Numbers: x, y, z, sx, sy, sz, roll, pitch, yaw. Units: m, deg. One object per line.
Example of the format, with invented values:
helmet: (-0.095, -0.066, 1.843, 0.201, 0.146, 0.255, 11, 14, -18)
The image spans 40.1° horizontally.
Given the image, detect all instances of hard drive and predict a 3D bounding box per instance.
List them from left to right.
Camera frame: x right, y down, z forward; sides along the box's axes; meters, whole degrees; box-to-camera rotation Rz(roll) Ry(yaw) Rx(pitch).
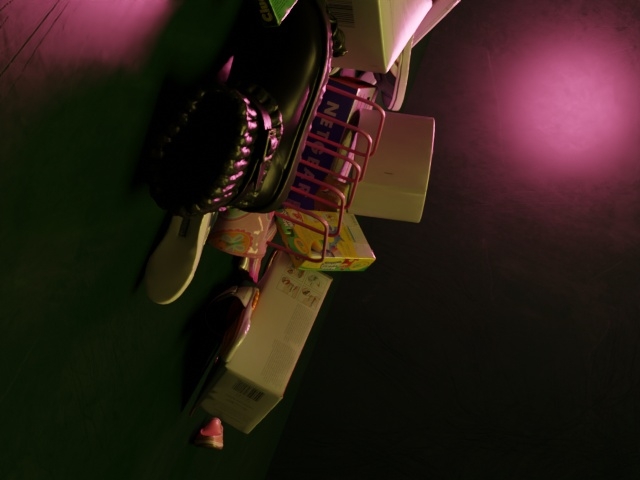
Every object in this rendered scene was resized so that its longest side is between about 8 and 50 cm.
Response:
hard drive: (0.254, -0.563, 2.287, 0.353, 0.047, 0.233, -39, -166, 41)

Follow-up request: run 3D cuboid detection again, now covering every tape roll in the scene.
tape roll: (0.159, -0.171, 2.009, 0.246, 0.169, 0.246, 8, 90, -87)

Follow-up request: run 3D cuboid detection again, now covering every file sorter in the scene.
file sorter: (-0.016, -0.132, 1.673, 0.202, 0.182, 0.290, 97, 16, -63)

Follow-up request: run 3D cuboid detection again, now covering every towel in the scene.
towel: (-0.126, 0.011, 1.831, 0.197, 0.029, 0.144, 94, 18, -78)

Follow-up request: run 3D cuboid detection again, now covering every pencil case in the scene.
pencil case: (-0.106, -0.112, 1.376, 0.124, 0.124, 0.284, -45, 157, -71)

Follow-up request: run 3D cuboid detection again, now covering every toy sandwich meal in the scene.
toy sandwich meal: (-0.108, 0.057, 2.128, 0.085, 0.029, 0.085, 22, 90, -82)

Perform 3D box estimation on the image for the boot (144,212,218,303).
boot: (-0.190, 0.005, 1.261, 0.086, 0.069, 0.189, 58, 52, -77)

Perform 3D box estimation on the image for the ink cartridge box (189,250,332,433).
ink cartridge box: (-0.127, 0.222, 1.818, 0.272, 0.130, 0.309, -52, -170, 51)

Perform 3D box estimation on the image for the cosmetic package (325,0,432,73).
cosmetic package: (0.079, -0.430, 1.419, 0.224, 0.138, 0.224, 79, 31, -43)

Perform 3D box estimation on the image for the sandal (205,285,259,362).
sandal: (-0.175, 0.138, 1.662, 0.102, 0.076, 0.265, -54, -170, 12)

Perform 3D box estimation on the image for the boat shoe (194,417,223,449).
boat shoe: (-0.262, 0.459, 2.094, 0.190, 0.068, 0.072, 122, -21, -78)

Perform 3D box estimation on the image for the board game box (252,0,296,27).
board game box: (-0.036, -0.403, 1.134, 0.259, 0.030, 0.136, -61, 142, -39)

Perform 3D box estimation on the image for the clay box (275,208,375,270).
clay box: (0.000, 0.000, 1.838, 0.222, 0.127, 0.053, 2, 141, -40)

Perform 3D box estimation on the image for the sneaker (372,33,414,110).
sneaker: (0.156, -0.465, 2.096, 0.126, 0.128, 0.321, -89, -176, -54)

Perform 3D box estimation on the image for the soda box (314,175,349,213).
soda box: (0.023, -0.066, 1.969, 0.181, 0.058, 0.061, 95, 21, -60)

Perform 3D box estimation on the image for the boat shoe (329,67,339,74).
boat shoe: (0.020, -0.404, 1.570, 0.076, 0.080, 0.228, -42, 152, -60)

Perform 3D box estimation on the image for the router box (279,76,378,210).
router box: (0.025, -0.220, 2.085, 0.301, 0.082, 0.335, -39, 149, -74)

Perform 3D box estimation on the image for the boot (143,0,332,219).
boot: (-0.098, -0.194, 1.142, 0.260, 0.131, 0.347, 4, 96, -70)

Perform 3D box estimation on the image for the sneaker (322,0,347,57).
sneaker: (-0.008, -0.350, 1.293, 0.087, 0.130, 0.227, -90, -163, -70)
